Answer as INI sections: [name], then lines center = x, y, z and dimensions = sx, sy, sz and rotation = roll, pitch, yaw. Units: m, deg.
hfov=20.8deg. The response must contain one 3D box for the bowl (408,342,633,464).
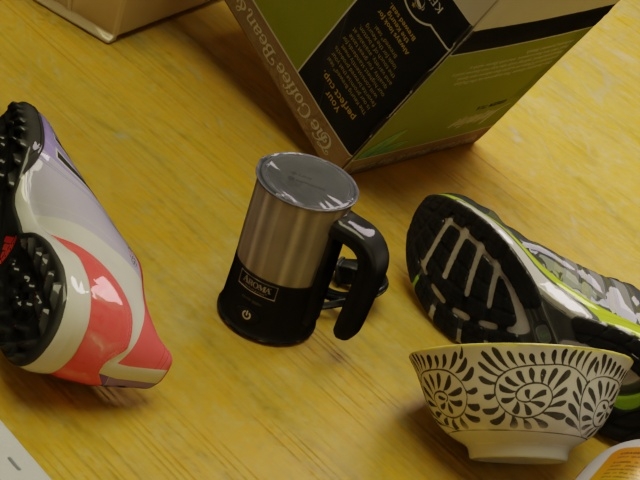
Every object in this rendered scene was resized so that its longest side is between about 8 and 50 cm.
[bowl]
center = 0.151, 0.128, 1.321
dimensions = 0.170, 0.080, 0.170
rotation = 2, -11, 0

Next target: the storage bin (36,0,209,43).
[storage bin]
center = -0.223, -0.345, 1.843
dimensions = 0.260, 0.123, 0.262
rotation = 32, 35, 20

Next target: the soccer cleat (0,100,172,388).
[soccer cleat]
center = -0.203, 0.004, 1.361
dimensions = 0.116, 0.108, 0.318
rotation = 25, 22, -33

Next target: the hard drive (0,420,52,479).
[hard drive]
center = -0.324, 0.193, 1.045
dimensions = 0.353, 0.047, 0.233
rotation = -15, 44, -40

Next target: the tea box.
[tea box]
center = 0.082, -0.290, 1.635
dimensions = 0.220, 0.323, 0.329
rotation = -16, 70, -43

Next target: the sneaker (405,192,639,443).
[sneaker]
center = 0.199, 0.060, 1.471
dimensions = 0.300, 0.111, 0.121
rotation = 40, 28, 22

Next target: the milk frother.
[milk frother]
center = 0.000, 0.000, 1.415
dimensions = 0.129, 0.134, 0.143
rotation = 21, 32, 3

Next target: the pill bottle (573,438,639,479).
[pill bottle]
center = 0.216, 0.219, 1.185
dimensions = 0.136, 0.136, 0.246
rotation = 30, 34, 19
